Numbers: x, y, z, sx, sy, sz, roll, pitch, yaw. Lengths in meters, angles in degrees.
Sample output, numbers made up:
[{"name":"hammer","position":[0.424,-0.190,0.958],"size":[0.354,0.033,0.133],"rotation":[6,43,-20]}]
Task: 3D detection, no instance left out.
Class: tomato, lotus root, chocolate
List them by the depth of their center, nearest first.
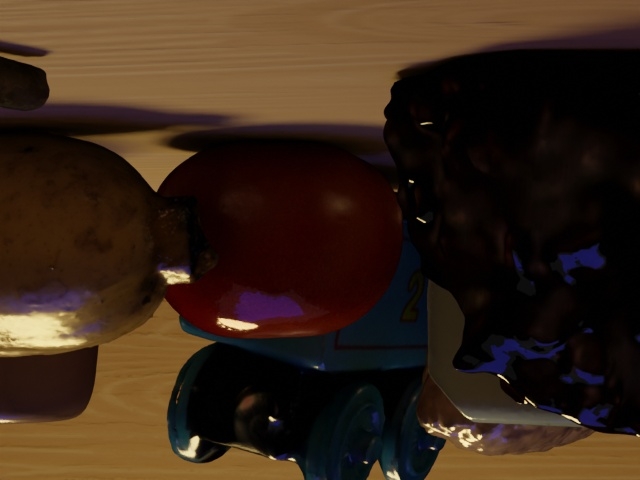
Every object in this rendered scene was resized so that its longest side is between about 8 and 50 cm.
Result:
[{"name":"chocolate","position":[0.141,0.011,0.902],"size":[0.224,0.177,0.206],"rotation":[3,173,2]},{"name":"lotus root","position":[-0.207,0.003,1.154],"size":[0.284,0.146,0.160],"rotation":[-1,171,10]},{"name":"tomato","position":[-0.033,0.002,1.250],"size":[0.195,0.136,0.195],"rotation":[-1,177,0]}]

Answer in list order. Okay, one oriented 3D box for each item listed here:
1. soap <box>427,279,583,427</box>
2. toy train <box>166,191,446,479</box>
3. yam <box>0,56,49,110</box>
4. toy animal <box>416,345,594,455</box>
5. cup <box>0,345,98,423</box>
[{"name":"soap","position":[0.211,0.026,1.043],"size":[0.290,0.172,0.095],"rotation":[-1,176,29]},{"name":"toy train","position":[0.008,0.079,1.501],"size":[0.188,0.265,0.300],"rotation":[14,-175,28]},{"name":"yam","position":[-0.198,-0.077,0.746],"size":[0.027,0.029,0.234],"rotation":[12,-176,34]},{"name":"toy animal","position":[0.205,0.050,1.432],"size":[0.226,0.188,0.358],"rotation":[-46,-176,23]},{"name":"cup","position":[-0.290,0.037,1.344],"size":[0.253,0.200,0.191],"rotation":[0,177,10]}]
